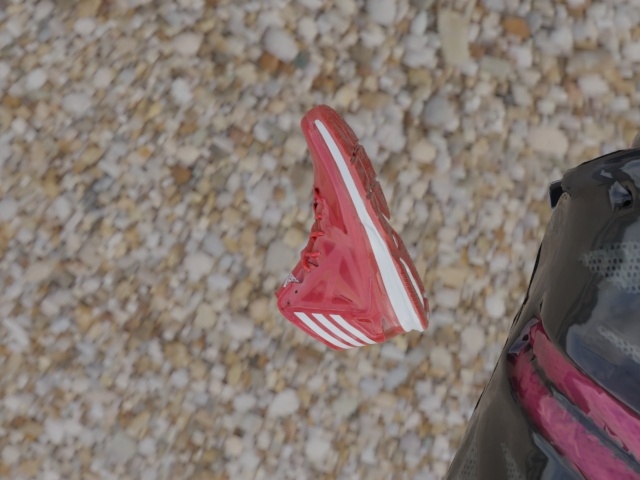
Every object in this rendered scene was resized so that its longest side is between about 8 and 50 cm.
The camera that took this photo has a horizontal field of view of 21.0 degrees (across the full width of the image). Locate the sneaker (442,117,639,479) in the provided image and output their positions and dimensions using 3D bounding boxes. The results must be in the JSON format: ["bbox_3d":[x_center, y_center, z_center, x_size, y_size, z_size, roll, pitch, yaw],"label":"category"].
[{"bbox_3d":[0.139,0.057,0.585,0.483,0.185,0.202,-32,71,30],"label":"sneaker"}]

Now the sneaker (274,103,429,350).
[{"bbox_3d":[0.000,0.000,1.525,0.128,0.087,0.221,-22,97,13],"label":"sneaker"}]

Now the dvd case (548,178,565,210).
[{"bbox_3d":[0.344,-0.046,1.492,0.179,0.239,0.029,-20,69,50],"label":"dvd case"}]
